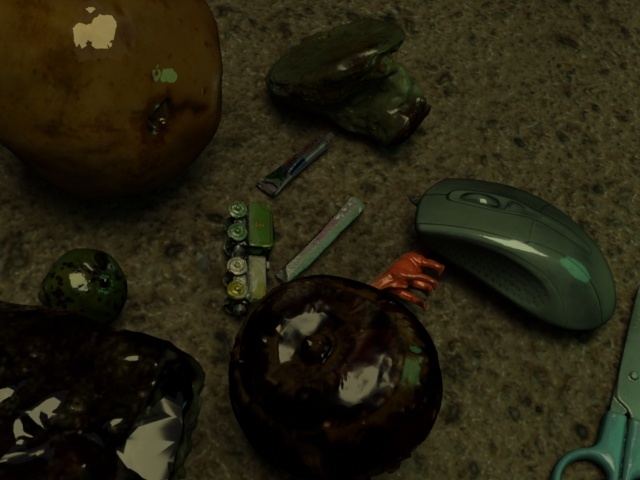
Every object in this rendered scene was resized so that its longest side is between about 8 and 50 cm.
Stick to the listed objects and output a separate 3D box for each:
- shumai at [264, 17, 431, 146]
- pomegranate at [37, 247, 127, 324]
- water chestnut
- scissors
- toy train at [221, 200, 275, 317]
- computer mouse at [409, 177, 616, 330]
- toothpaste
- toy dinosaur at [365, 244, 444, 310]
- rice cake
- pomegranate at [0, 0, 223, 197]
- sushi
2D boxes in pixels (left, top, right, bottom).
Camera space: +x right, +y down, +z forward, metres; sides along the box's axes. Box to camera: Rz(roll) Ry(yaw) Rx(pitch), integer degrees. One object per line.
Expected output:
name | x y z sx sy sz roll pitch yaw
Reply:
shumai | 0.047 -0.257 1.600 0.271 0.204 0.222 12 44 43
pomegranate | -0.354 0.072 1.323 0.161 0.122 0.122 -5 48 34
water chestnut | 0.025 0.196 1.225 0.300 0.300 0.300 4 56 -6
scissors | 0.468 0.244 1.380 0.192 0.029 0.447 19 56 3
toy train | -0.111 0.027 1.412 0.081 0.060 0.202 5 58 -13
computer mouse | 0.313 0.000 1.445 0.371 0.122 0.188 29 39 9
toothpaste | -0.037 -0.133 1.550 0.045 0.028 0.170 34 61 26
toy dinosaur | 0.129 0.067 1.419 0.101 0.055 0.279 26 41 17
rice cake | 0.000 0.000 1.464 0.033 0.033 0.207 41 61 6
pomegranate | -0.349 -0.262 1.392 0.410 0.410 0.410 4 56 -6
sushi | -0.305 0.249 1.100 0.294 0.299 0.281 13 33 -3
